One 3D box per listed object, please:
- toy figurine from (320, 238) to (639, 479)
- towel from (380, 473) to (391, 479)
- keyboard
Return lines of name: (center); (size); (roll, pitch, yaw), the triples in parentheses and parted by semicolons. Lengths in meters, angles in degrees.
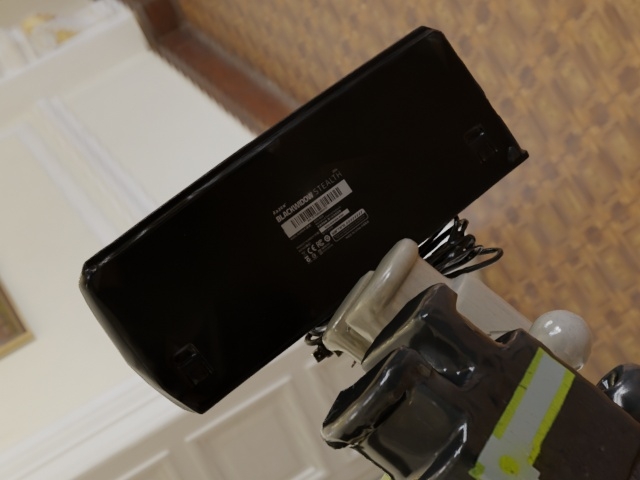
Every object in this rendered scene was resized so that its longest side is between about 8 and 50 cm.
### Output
toy figurine: (0.031, 0.119, 0.399); (0.148, 0.213, 0.209); (38, -176, -3)
towel: (0.029, 0.156, 0.740); (0.021, 0.237, 0.102); (36, 144, 3)
keyboard: (0.000, 0.000, 0.521); (0.100, 0.192, 0.038); (56, 159, -5)
